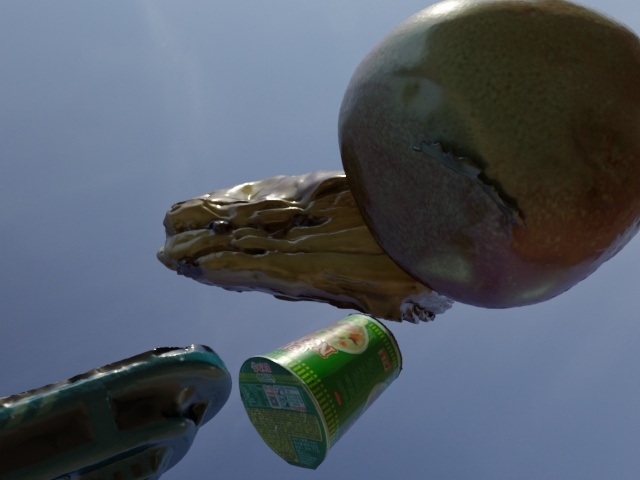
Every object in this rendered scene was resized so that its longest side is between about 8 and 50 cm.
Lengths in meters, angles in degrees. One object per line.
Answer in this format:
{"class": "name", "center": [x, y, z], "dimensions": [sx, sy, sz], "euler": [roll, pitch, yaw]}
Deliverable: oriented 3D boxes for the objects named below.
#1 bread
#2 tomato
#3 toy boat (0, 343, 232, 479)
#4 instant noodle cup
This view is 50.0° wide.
{"class": "bread", "center": [0.000, 0.000, 0.963], "dimensions": [0.314, 0.370, 0.191], "euler": [22, -104, -71]}
{"class": "tomato", "center": [0.173, -0.090, 0.649], "dimensions": [0.304, 0.239, 0.303], "euler": [0, -106, -1]}
{"class": "toy boat", "center": [-0.188, 0.164, 0.459], "dimensions": [0.299, 0.134, 0.092], "euler": [-15, -124, -30]}
{"class": "instant noodle cup", "center": [0.013, 0.238, 1.169], "dimensions": [0.233, 0.207, 0.206], "euler": [-28, -83, -41]}
